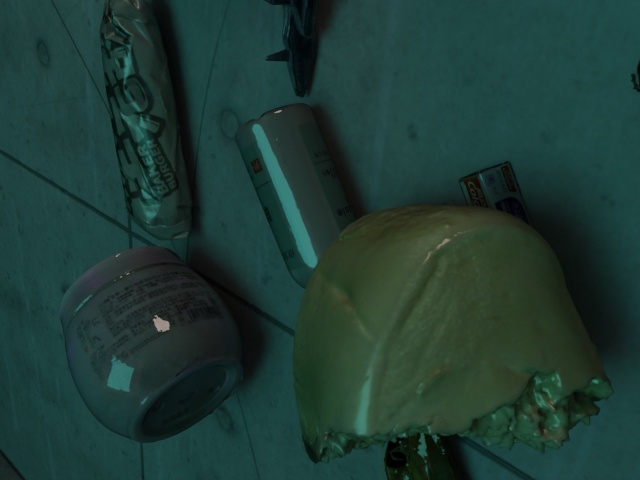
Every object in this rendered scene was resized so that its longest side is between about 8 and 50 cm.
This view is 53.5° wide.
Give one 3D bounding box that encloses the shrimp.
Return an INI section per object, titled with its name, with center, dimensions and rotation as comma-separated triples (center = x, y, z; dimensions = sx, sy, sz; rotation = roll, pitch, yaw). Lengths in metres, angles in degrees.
[shrimp]
center = 0.133, 0.308, 0.882
dimensions = 0.152, 0.063, 0.287
rotation = 0, 108, 56

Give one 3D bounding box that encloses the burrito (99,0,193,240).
[burrito]
center = -0.293, -0.217, 1.048
dimensions = 0.139, 0.101, 0.445
rotation = 18, 120, 45

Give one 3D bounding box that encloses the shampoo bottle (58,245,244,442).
[shampoo bottle]
center = -0.283, 0.171, 1.071
dimensions = 0.266, 0.273, 0.273
rotation = 51, 135, 28

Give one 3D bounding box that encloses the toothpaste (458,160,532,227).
[toothpaste]
center = 0.210, 0.014, 0.694
dimensions = 0.040, 0.047, 0.196
rotation = -16, 96, 62

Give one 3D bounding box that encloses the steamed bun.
[steamed bun]
center = 0.088, 0.106, 0.644
dimensions = 0.290, 0.272, 0.273
rotation = -15, 95, 65

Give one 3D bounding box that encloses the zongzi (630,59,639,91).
[zongzi]
center = 0.354, -0.147, 0.469
dimensions = 0.184, 0.084, 0.187
rotation = 35, 136, 17

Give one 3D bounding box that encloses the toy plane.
[toy plane]
center = -0.039, -0.302, 0.772
dimensions = 0.212, 0.088, 0.267
rotation = -129, 38, -49

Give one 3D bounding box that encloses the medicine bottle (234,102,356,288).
[medicine bottle]
center = 0.000, 0.000, 0.842
dimensions = 0.110, 0.110, 0.351
rotation = -21, 91, 47
